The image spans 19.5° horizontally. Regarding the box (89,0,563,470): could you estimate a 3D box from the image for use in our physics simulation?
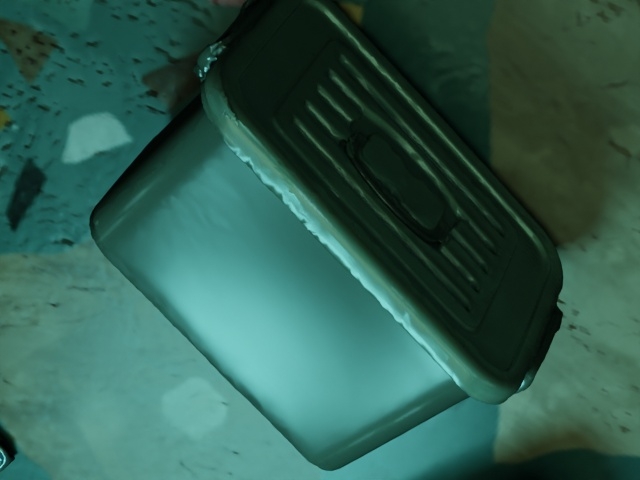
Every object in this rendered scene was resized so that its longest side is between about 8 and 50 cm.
[{"bbox_3d":[0.000,0.000,1.001,0.243,0.163,0.135,46,123,-11],"label":"box"}]

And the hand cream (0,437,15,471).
[{"bbox_3d":[-0.291,0.076,1.158,0.083,0.048,0.224,-32,109,23],"label":"hand cream"}]
